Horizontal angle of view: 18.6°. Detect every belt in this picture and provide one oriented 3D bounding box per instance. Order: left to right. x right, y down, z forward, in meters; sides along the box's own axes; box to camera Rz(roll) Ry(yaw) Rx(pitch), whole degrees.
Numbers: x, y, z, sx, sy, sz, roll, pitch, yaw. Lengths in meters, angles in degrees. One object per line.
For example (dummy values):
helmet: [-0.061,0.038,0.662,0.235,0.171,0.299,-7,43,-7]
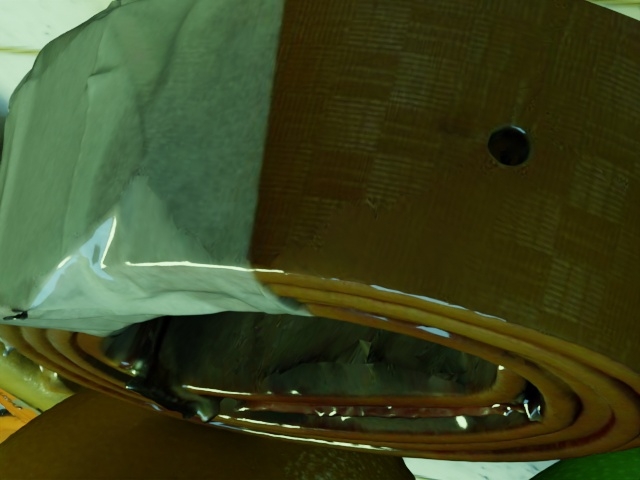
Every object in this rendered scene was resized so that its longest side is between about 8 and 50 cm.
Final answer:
belt: [0.000,0.000,0.563,0.184,0.105,0.261,24,165,-35]

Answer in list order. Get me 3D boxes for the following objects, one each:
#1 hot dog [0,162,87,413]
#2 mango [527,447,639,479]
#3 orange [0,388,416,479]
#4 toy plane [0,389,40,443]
hot dog: [-0.096,0.033,0.794,0.083,0.068,0.289,-39,126,16]
mango: [0.166,0.222,0.753,0.382,0.225,0.201,50,172,-32]
orange: [-0.055,0.142,0.722,0.206,0.206,0.206,19,156,9]
toy plane: [-0.102,0.090,0.946,0.188,0.062,0.135,-15,138,34]
